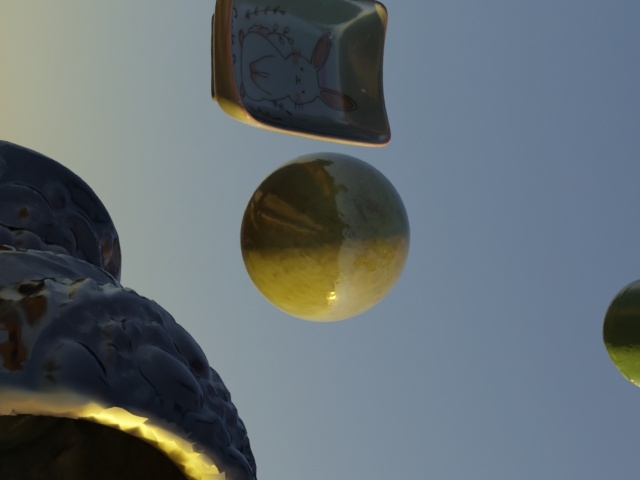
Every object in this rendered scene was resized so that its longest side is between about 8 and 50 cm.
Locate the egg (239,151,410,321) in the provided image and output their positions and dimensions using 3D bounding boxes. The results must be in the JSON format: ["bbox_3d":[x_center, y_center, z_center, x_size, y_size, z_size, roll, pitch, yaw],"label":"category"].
[{"bbox_3d":[0.000,0.000,1.977,0.295,0.218,0.218,144,-61,-74],"label":"egg"}]

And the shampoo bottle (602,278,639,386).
[{"bbox_3d":[0.492,0.113,1.853,0.349,0.222,0.151,-7,-128,57],"label":"shampoo bottle"}]

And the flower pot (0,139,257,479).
[{"bbox_3d":[-0.184,0.091,0.810,0.267,0.266,0.267,-116,-156,-53],"label":"flower pot"}]

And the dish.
[{"bbox_3d":[-0.028,-0.170,1.460,0.077,0.212,0.151,-9,-101,43],"label":"dish"}]
